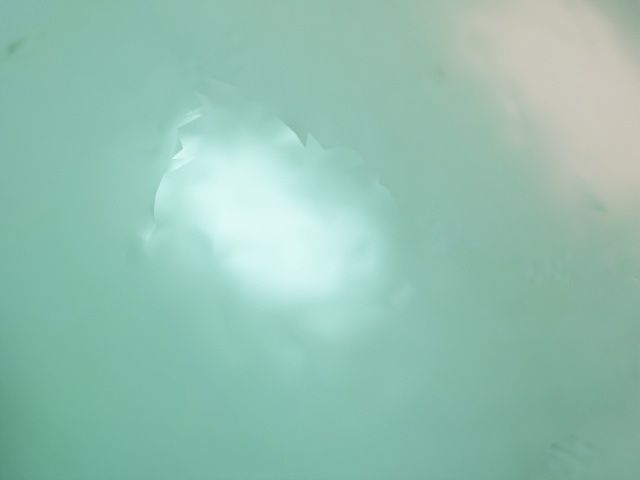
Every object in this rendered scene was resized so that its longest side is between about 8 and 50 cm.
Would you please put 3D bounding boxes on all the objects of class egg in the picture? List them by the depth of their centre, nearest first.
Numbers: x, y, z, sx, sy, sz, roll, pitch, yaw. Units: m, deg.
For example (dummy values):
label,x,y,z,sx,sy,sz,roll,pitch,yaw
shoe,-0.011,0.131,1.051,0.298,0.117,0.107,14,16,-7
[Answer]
label,x,y,z,sx,sy,sz,roll,pitch,yaw
egg,0.000,0.000,0.601,0.345,0.283,0.283,41,19,-5
